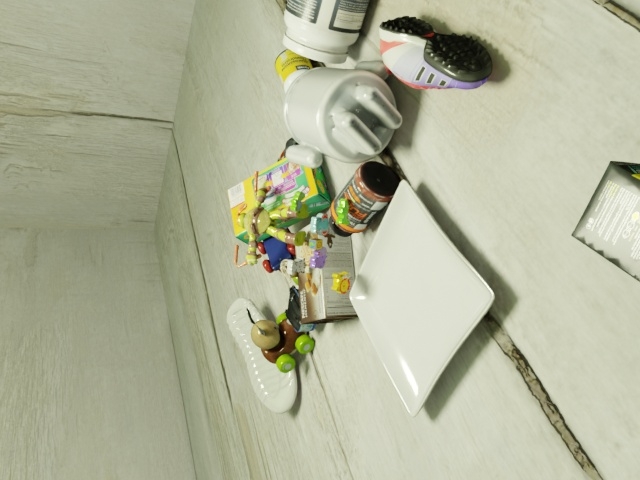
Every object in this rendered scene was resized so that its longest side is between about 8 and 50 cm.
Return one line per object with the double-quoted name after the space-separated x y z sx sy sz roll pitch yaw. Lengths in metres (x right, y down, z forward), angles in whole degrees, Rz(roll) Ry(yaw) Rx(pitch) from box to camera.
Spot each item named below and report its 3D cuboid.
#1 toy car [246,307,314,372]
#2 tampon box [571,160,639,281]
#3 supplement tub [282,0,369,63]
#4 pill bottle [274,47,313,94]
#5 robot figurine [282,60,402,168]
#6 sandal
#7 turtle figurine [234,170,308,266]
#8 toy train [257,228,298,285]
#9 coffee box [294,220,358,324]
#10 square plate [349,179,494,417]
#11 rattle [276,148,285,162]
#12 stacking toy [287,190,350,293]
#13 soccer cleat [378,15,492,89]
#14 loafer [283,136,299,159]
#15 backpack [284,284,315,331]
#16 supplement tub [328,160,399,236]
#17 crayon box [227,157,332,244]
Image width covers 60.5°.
-0.138 0.258 1.565 0.149 0.188 0.155 -45 40 -4 "toy car"
0.400 -0.008 0.613 0.161 0.121 0.101 53 136 50 "tampon box"
0.022 -0.586 1.313 0.191 0.191 0.272 59 139 47 "supplement tub"
-0.063 -0.464 1.575 0.103 0.103 0.184 -62 37 42 "pill bottle"
0.037 -0.291 1.259 0.300 0.200 0.353 -48 31 -3 "robot figurine"
-0.165 0.348 1.749 0.169 0.102 0.416 -45 56 22 "sandal"
-0.140 -0.060 1.421 0.218 0.087 0.269 4 76 30 "turtle figurine"
-0.082 0.080 1.537 0.105 0.143 0.248 -35 39 7 "toy train"
0.011 0.085 1.408 0.141 0.098 0.246 -27 64 60 "coffee box"
0.190 0.112 1.108 0.347 0.049 0.343 62 141 44 "square plate"
-0.157 -0.190 1.722 0.130 0.143 0.199 137 125 -79 "rattle"
0.000 0.000 1.277 0.167 0.052 0.221 16 109 42 "stacking toy"
0.213 -0.334 1.047 0.318 0.109 0.116 -128 24 -48 "soccer cleat"
-0.080 -0.199 1.627 0.078 0.076 0.223 -179 94 -71 "loafer"
-0.042 0.196 1.525 0.114 0.084 0.104 -127 44 -58 "backpack"
0.090 -0.085 1.255 0.198 0.106 0.105 -53 44 50 "supplement tub"
-0.119 -0.121 1.536 0.279 0.081 0.165 -26 59 19 "crayon box"
